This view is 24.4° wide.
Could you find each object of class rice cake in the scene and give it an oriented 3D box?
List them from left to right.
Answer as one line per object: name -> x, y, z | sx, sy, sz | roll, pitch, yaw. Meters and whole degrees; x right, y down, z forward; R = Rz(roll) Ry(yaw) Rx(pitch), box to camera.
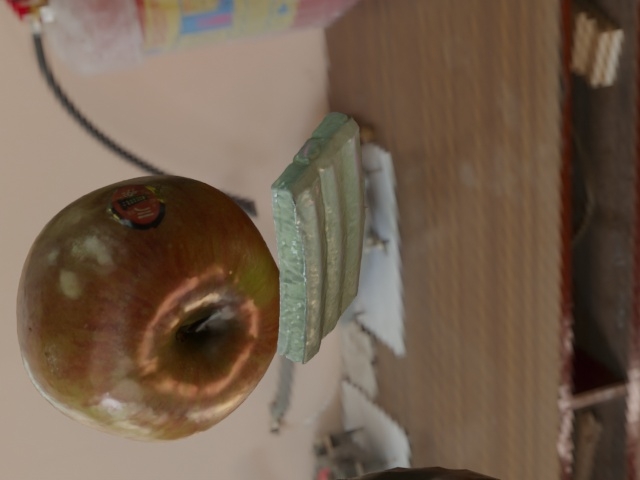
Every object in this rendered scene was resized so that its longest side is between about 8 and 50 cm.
rice cake -> 0.000, 0.000, 1.400 | 0.043, 0.127, 0.237 | 21, 140, 21

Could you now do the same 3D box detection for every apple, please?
apple -> -0.254, 0.094, 2.180 | 0.333, 0.400, 0.400 | 22, 124, 50

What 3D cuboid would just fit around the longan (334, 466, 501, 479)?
longan -> 0.090, 0.410, 1.465 | 0.436, 0.404, 0.404 | 23, 131, 25
